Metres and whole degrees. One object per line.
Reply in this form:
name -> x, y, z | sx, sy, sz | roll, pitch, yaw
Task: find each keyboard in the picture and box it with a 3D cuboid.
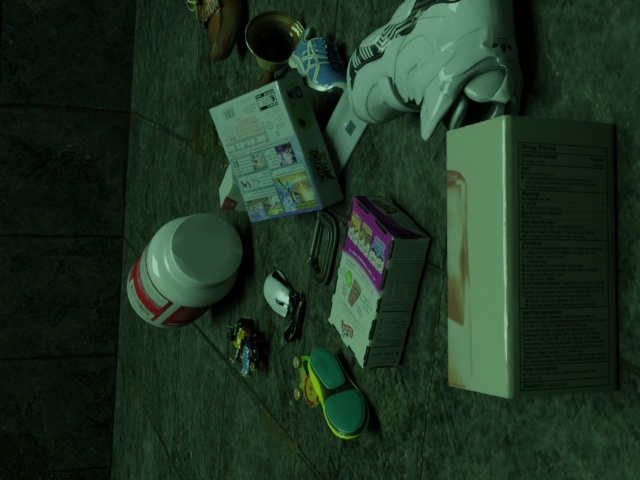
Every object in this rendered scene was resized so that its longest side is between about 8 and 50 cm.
keyboard -> 0.049, -0.206, 1.625 | 0.072, 0.014, 0.256 | 48, 143, 14

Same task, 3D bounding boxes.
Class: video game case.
video game case -> -0.088, -0.168, 1.755 | 0.269, 0.061, 0.244 | -7, 104, 57

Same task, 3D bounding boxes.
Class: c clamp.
c clamp -> 0.000, 0.000, 1.762 | 0.137, 0.022, 0.160 | 36, 121, 57

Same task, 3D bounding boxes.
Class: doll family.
doll family -> -0.168, 0.233, 2.097 | 0.193, 0.076, 0.111 | 28, 111, 60

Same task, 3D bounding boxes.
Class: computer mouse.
computer mouse -> -0.085, 0.125, 1.930 | 0.193, 0.042, 0.106 | -132, 46, -59

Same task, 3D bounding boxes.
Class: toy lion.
toy lion -> -0.017, 0.272, 1.779 | 0.096, 0.034, 0.100 | -17, 73, 59

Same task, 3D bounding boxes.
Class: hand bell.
hand bell -> -0.109, -0.367, 1.958 | 0.242, 0.126, 0.126 | 116, 149, -67

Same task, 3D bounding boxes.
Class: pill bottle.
pill bottle -> -0.336, 0.074, 2.296 | 0.408, 0.229, 0.229 | 143, 124, -62

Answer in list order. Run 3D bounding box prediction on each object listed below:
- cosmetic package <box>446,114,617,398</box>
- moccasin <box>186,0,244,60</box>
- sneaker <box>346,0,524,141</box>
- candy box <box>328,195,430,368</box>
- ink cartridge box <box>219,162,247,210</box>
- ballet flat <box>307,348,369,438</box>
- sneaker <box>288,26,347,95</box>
cosmetic package -> 0.232, 0.019, 1.025 | 0.129, 0.153, 0.296 | 176, 95, -67
moccasin -> -0.270, -0.622, 2.264 | 0.139, 0.147, 0.380 | 153, 115, -65
sneaker -> 0.147, -0.202, 1.251 | 0.366, 0.137, 0.210 | 139, 131, -57
candy box -> 0.090, 0.065, 1.470 | 0.159, 0.071, 0.233 | -128, 44, -56
ink cartridge box -> -0.136, -0.109, 1.941 | 0.099, 0.135, 0.056 | 123, 145, -51
ballet flat -> 0.035, 0.283, 1.615 | 0.231, 0.077, 0.077 | -119, 15, -55
sneaker -> 0.004, -0.324, 1.679 | 0.211, 0.080, 0.081 | 48, 126, 47
